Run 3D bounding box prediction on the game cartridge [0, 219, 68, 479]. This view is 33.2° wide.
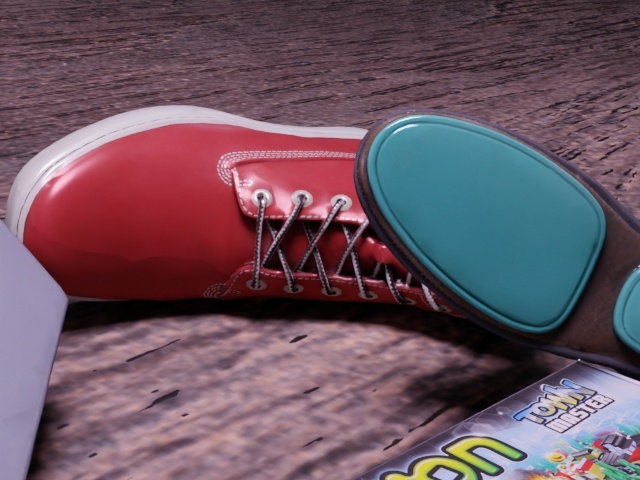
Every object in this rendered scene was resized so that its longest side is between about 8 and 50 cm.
[{"bbox_3d":[-0.197,-0.029,0.279,0.297,0.062,0.198,45,10,-22],"label":"game cartridge"}]

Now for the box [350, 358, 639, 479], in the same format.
[{"bbox_3d":[0.062,0.094,0.288,0.114,0.036,0.207,20,25,39],"label":"box"}]

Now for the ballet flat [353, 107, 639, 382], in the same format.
[{"bbox_3d":[0.102,0.015,0.415,0.203,0.074,0.074,27,21,-1],"label":"ballet flat"}]

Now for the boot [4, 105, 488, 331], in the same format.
[{"bbox_3d":[0.000,0.000,0.480,0.244,0.088,0.176,-7,23,-38],"label":"boot"}]
